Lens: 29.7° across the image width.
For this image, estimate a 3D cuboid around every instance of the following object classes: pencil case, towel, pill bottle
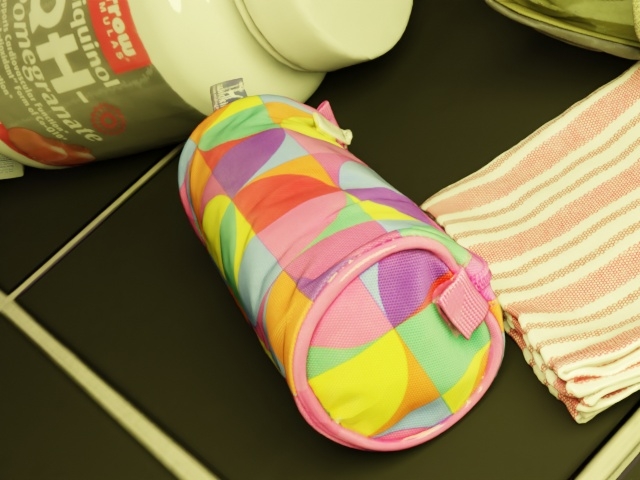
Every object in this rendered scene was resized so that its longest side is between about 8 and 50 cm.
[{"bbox_3d":[0.000,0.000,0.567,0.104,0.104,0.236,-36,30,0],"label":"pencil case"},{"bbox_3d":[0.129,-0.016,0.521,0.144,0.029,0.197,-33,29,3],"label":"towel"},{"bbox_3d":[-0.100,-0.154,0.816,0.319,0.176,0.176,-8,39,41],"label":"pill bottle"}]

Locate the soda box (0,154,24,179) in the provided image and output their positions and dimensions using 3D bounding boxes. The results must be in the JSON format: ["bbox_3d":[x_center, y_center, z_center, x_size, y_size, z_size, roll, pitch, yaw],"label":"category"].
[{"bbox_3d":[-0.395,-0.088,0.989,0.286,0.091,0.098,-10,26,-16],"label":"soda box"}]

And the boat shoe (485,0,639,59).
[{"bbox_3d":[0.165,-0.111,0.545,0.073,0.080,0.224,-29,30,-29],"label":"boat shoe"}]
